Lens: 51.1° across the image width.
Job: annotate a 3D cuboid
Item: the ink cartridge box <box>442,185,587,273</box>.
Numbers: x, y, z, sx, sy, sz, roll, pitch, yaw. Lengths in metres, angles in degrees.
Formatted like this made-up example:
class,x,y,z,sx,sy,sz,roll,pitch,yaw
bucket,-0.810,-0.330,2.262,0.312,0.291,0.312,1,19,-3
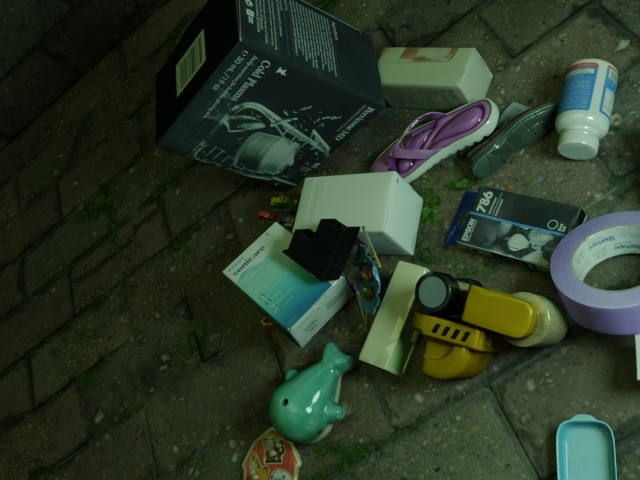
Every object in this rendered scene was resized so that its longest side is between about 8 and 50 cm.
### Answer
class,x,y,z,sx,sy,sz,roll,pitch,yaw
ink cartridge box,0.459,-0.035,1.644,0.333,0.065,0.165,16,78,40

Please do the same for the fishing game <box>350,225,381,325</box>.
class,x,y,z,sx,sy,sz,roll,pitch,yaw
fishing game,0.110,0.103,1.715,0.041,0.264,0.189,-9,55,-12

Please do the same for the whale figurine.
class,x,y,z,sx,sy,sz,roll,pitch,yaw
whale figurine,-0.027,0.388,1.720,0.216,0.141,0.272,33,88,41

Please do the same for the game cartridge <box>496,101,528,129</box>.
class,x,y,z,sx,sy,sz,roll,pitch,yaw
game cartridge,0.509,-0.328,1.784,0.056,0.017,0.083,36,90,37

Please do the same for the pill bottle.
class,x,y,z,sx,sy,sz,roll,pitch,yaw
pill bottle,0.637,-0.313,1.616,0.124,0.124,0.221,6,70,37

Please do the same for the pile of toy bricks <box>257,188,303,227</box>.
class,x,y,z,sx,sy,sz,roll,pitch,yaw
pile of toy bricks,-0.099,-0.107,2.040,0.212,0.105,0.118,0,68,35

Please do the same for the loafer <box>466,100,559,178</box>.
class,x,y,z,sx,sy,sz,roll,pitch,yaw
loafer,0.488,-0.274,1.726,0.267,0.096,0.084,-39,41,17

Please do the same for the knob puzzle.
class,x,y,z,sx,sy,sz,roll,pitch,yaw
knob puzzle,-0.135,0.590,1.769,0.213,0.030,0.213,-16,59,29

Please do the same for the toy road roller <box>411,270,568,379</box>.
class,x,y,z,sx,sy,sz,roll,pitch,yaw
toy road roller,0.362,0.215,1.508,0.330,0.203,0.240,13,90,39

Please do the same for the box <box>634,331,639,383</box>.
class,x,y,z,sx,sy,sz,roll,pitch,yaw
box,0.679,0.239,1.326,0.087,0.102,0.101,-9,62,34

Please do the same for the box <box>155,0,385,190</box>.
class,x,y,z,sx,sy,sz,roll,pitch,yaw
box,-0.159,-0.433,1.922,0.480,0.472,0.297,-38,50,42

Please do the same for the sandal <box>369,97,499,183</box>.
class,x,y,z,sx,sy,sz,roll,pitch,yaw
sandal,0.285,-0.283,1.837,0.416,0.102,0.169,-29,43,30

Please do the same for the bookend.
class,x,y,z,sx,sy,sz,roll,pitch,yaw
bookend,0.000,0.000,1.733,0.157,0.072,0.156,34,112,33

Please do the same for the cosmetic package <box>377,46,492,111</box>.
class,x,y,z,sx,sy,sz,roll,pitch,yaw
cosmetic package,0.312,-0.457,1.899,0.296,0.153,0.129,15,78,38

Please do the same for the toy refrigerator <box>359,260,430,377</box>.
class,x,y,z,sx,sy,sz,roll,pitch,yaw
toy refrigerator,0.206,0.199,1.678,0.094,0.102,0.269,15,76,39

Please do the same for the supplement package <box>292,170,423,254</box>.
class,x,y,z,sx,sy,sz,roll,pitch,yaw
supplement package,0.102,-0.067,1.833,0.293,0.177,0.175,-1,67,35

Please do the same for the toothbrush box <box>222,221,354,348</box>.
class,x,y,z,sx,sy,sz,roll,pitch,yaw
toothbrush box,-0.091,0.118,1.855,0.216,0.126,0.295,-45,56,-14

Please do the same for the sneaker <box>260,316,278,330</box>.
class,x,y,z,sx,sy,sz,roll,pitch,yaw
sneaker,-0.106,0.180,1.928,0.064,0.067,0.175,24,81,42

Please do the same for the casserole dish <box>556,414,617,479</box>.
class,x,y,z,sx,sy,sz,roll,pitch,yaw
casserole dish,0.542,0.452,1.359,0.114,0.037,0.188,-9,64,31

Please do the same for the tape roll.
class,x,y,z,sx,sy,sz,roll,pitch,yaw
tape roll,0.629,0.063,1.395,0.275,0.090,0.274,-20,36,16
